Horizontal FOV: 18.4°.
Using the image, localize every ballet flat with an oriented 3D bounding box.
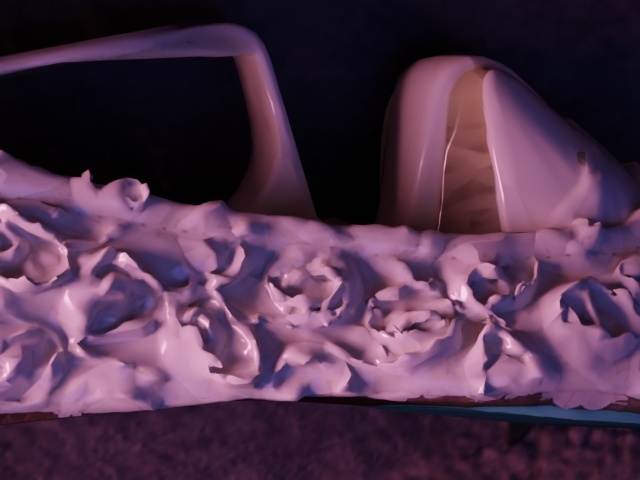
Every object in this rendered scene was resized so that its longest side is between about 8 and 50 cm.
[{"bbox_3d":[0.000,0.000,0.617,0.409,0.147,0.147,2,119,-22],"label":"ballet flat"}]
